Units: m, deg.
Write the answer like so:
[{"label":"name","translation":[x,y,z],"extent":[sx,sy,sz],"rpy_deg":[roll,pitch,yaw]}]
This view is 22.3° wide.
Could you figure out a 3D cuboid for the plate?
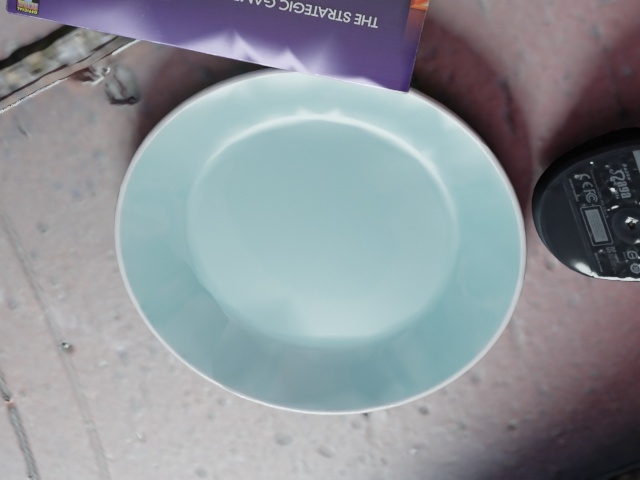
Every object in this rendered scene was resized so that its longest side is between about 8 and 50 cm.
[{"label":"plate","translation":[0.000,0.000,0.742],"extent":[0.188,0.024,0.188],"rpy_deg":[3,124,5]}]

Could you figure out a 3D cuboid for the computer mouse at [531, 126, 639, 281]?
[{"label":"computer mouse","translation":[0.198,-0.024,0.661],"extent":[0.242,0.041,0.071],"rpy_deg":[-5,117,32]}]

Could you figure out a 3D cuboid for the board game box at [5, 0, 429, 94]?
[{"label":"board game box","translation":[-0.032,-0.143,0.639],"extent":[0.170,0.048,0.141],"rpy_deg":[11,122,-1]}]
